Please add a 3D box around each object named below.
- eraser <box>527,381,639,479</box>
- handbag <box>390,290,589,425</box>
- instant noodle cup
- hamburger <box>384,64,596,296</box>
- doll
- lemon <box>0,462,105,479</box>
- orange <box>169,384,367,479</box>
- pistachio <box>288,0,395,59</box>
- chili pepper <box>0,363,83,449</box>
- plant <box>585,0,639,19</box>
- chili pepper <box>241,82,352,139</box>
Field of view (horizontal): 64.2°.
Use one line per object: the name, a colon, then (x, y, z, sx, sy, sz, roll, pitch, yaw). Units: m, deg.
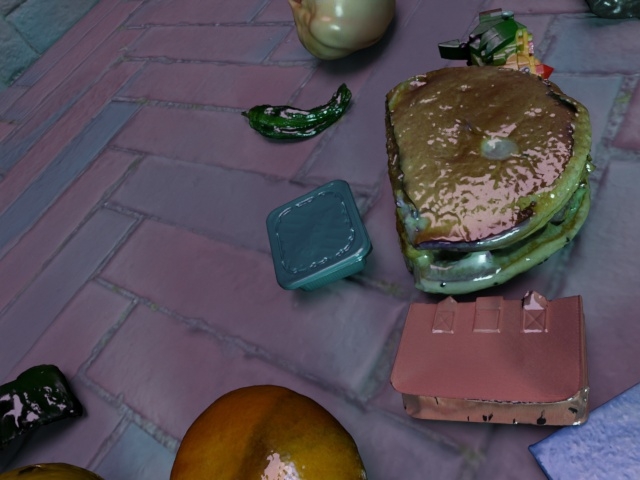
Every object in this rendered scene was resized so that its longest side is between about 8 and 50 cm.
eraser: (0.383, 0.192, 0.502, 0.311, 0.043, 0.144, -31, 46, 1)
handbag: (0.200, 0.135, 0.609, 0.212, 0.059, 0.157, -8, 40, 30)
instant noodle cup: (0.000, 0.000, 0.827, 0.157, 0.070, 0.179, -24, 48, 9)
hamburger: (0.222, -0.094, 0.707, 0.276, 0.195, 0.318, -9, 53, 16)
doll: (0.312, -0.314, 0.895, 0.134, 0.106, 0.187, -31, 63, 8)
lemon: (-0.345, 0.390, 0.586, 0.253, 0.228, 0.228, -38, 47, -4)
orange: (-0.057, 0.280, 0.563, 0.239, 0.171, 0.240, -17, 57, 28)
pistachio: (0.048, -0.539, 1.133, 0.237, 0.229, 0.321, 22, 51, -9)
chili pepper: (-0.533, 0.304, 0.818, 0.264, 0.116, 0.148, -41, 44, -9)
plant: (0.555, -0.536, 0.902, 0.188, 0.199, 0.276, 0, 58, 19)
chili pepper: (-0.074, -0.267, 1.082, 0.278, 0.065, 0.122, 1, 46, 25)
